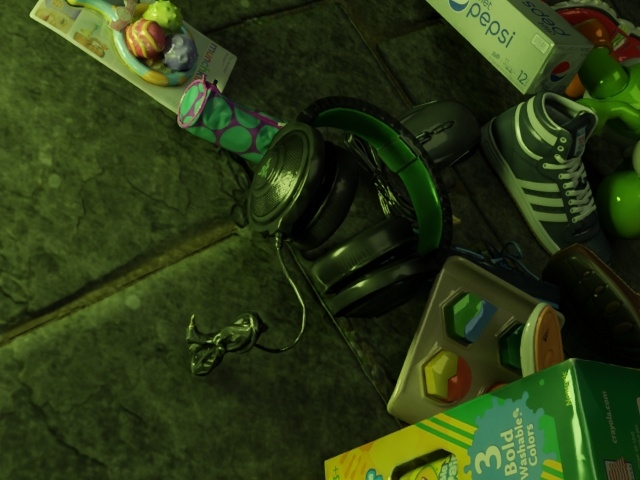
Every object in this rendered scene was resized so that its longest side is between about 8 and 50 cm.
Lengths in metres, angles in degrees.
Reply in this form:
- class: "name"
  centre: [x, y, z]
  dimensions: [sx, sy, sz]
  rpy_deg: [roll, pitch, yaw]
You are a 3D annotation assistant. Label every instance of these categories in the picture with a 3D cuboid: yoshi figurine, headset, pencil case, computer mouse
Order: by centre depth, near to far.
- class: "headset"
  centre: [0.000, 0.000, 1.068]
  dimensions: [0.243, 0.185, 0.394]
  rpy_deg: [47, 43, -7]
- class: "pencil case"
  centre: [-0.093, -0.136, 1.131]
  dimensions: [0.152, 0.070, 0.064]
  rpy_deg: [22, 37, -30]
- class: "computer mouse"
  centre: [0.165, -0.110, 1.309]
  dimensions: [0.262, 0.060, 0.184]
  rpy_deg: [-19, 76, -40]
- class: "yoshi figurine"
  centre: [0.455, -0.148, 1.467]
  dimensions: [0.204, 0.203, 0.362]
  rpy_deg: [-11, 59, -20]

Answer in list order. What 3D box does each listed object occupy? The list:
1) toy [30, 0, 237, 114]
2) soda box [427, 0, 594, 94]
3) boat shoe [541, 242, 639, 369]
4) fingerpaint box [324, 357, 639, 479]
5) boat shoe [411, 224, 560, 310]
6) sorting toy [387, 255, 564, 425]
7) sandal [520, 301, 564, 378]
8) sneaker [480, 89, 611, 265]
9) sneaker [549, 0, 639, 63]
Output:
- class: "toy"
  centre: [-0.207, -0.253, 1.131]
  dimensions: [0.237, 0.056, 0.137]
  rpy_deg: [31, 53, -17]
- class: "soda box"
  centre: [0.271, -0.339, 1.426]
  dimensions: [0.098, 0.091, 0.286]
  rpy_deg: [-7, 47, -38]
- class: "boat shoe"
  centre: [0.431, 0.137, 1.332]
  dimensions: [0.324, 0.122, 0.120]
  rpy_deg: [53, 42, -9]
- class: "fingerpaint box"
  centre: [0.177, 0.375, 0.841]
  dimensions: [0.163, 0.371, 0.444]
  rpy_deg: [13, 60, -31]
- class: "boat shoe"
  centre: [0.210, 0.035, 1.227]
  dimensions: [0.258, 0.109, 0.089]
  rpy_deg: [17, 68, -30]
- class: "sorting toy"
  centre: [0.197, 0.149, 1.150]
  dimensions: [0.193, 0.038, 0.208]
  rpy_deg: [29, 76, -20]
- class: "sandal"
  centre: [0.297, 0.194, 1.142]
  dimensions: [0.102, 0.076, 0.265]
  rpy_deg: [-47, 133, -36]
- class: "sneaker"
  centre: [0.362, -0.086, 1.371]
  dimensions: [0.099, 0.153, 0.282]
  rpy_deg: [-35, 88, -41]
- class: "sneaker"
  centre: [0.480, -0.327, 1.627]
  dimensions: [0.279, 0.107, 0.118]
  rpy_deg: [13, 68, -26]
